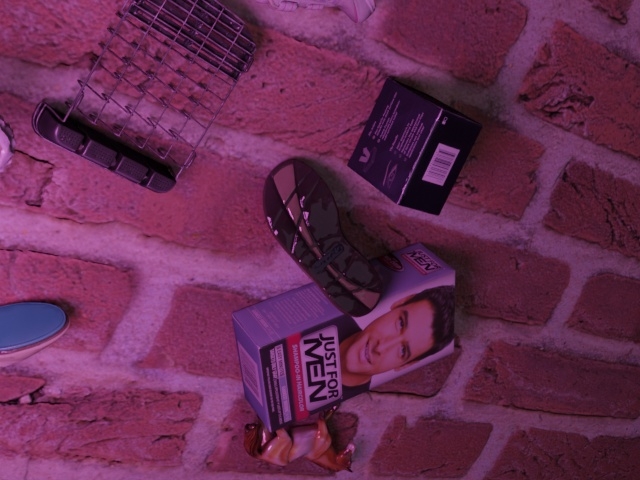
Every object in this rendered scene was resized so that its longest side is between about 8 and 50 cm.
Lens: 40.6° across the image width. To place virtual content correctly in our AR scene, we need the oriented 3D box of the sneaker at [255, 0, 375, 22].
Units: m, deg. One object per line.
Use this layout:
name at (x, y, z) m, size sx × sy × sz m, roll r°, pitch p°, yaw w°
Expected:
sneaker at (-0.037, -0.352, 1.147) m, size 0.252 × 0.103 × 0.111 m, roll 27°, pitch 104°, yaw -33°

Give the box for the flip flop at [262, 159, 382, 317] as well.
flip flop at (0.000, 0.000, 1.358) m, size 0.112 × 0.080 × 0.277 m, roll -38°, pitch 108°, yaw -5°

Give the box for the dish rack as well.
dish rack at (-0.219, -0.204, 1.132) m, size 0.208 × 0.074 × 0.271 m, roll 27°, pitch 99°, yaw -41°

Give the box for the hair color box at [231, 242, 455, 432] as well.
hair color box at (0.049, 0.160, 1.484) m, size 0.374 × 0.113 × 0.185 m, roll -20°, pitch 125°, yaw -22°

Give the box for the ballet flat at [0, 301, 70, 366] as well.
ballet flat at (-0.469, 0.145, 1.182) m, size 0.248 × 0.086 × 0.086 m, roll -10°, pitch 122°, yaw -25°

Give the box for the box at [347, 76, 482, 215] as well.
box at (0.142, -0.145, 1.332) m, size 0.093 × 0.158 × 0.156 m, roll 13°, pitch 109°, yaw -36°

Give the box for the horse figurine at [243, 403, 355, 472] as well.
horse figurine at (-0.042, 0.349, 1.571) m, size 0.263 × 0.066 × 0.174 m, roll 1°, pitch 110°, yaw -35°

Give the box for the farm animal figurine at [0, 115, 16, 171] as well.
farm animal figurine at (-0.481, -0.224, 0.875) m, size 0.326 × 0.172 × 0.330 m, roll 4°, pitch 125°, yaw 16°
